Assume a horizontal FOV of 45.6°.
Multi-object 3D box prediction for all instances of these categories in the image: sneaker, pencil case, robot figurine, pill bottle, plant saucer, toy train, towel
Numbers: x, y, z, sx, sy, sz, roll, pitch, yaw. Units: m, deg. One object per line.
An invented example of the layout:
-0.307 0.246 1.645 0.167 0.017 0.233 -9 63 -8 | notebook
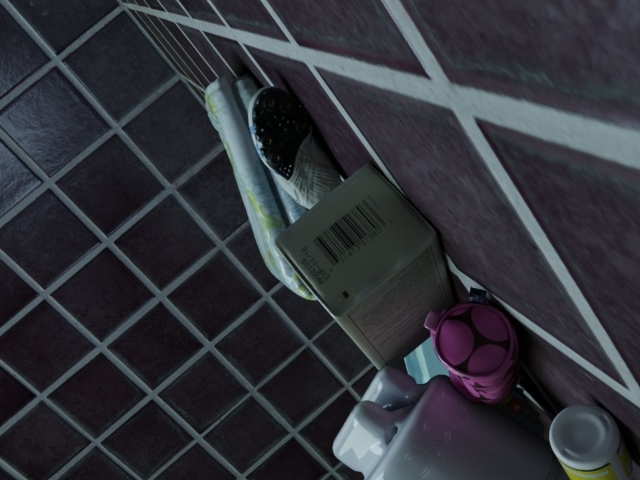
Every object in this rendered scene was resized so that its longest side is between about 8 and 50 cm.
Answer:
-0.042 -0.121 1.022 0.086 0.085 0.237 42 172 37 | sneaker
0.178 0.130 0.871 0.098 0.095 0.209 15 163 20 | pencil case
0.192 0.312 0.976 0.353 0.300 0.200 32 137 10 | robot figurine
0.271 0.213 0.751 0.065 0.065 0.116 47 176 47 | pill bottle
0.212 0.252 1.271 0.317 0.043 0.318 161 90 -80 | plant saucer
0.238 0.178 1.062 0.166 0.046 0.125 38 -169 39 | toy train
-0.097 -0.089 1.294 0.320 0.090 0.375 -148 36 -82 | towel

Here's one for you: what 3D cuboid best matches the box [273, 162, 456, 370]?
0.070 0.051 0.944 0.121 0.148 0.311 49 176 25 | box
